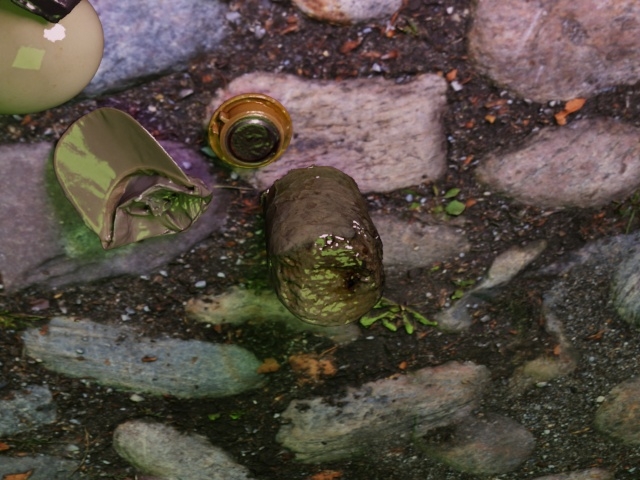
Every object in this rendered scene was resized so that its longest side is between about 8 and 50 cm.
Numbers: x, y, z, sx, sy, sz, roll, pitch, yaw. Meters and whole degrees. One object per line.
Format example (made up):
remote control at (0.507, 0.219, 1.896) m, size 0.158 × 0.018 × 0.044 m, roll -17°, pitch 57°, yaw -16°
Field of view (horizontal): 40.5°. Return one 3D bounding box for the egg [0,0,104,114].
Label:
egg at (-0.429, -0.271, 1.225) m, size 0.253 × 0.189 × 0.189 m, roll -18°, pitch 131°, yaw 12°

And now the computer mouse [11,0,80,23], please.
computer mouse at (-0.339, -0.391, 1.149) m, size 0.088 × 0.264 × 0.147 m, roll -11°, pitch 122°, yaw 44°

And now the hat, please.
hat at (-0.308, -0.110, 1.471) m, size 0.214 × 0.149 × 0.245 m, roll -27°, pitch 94°, yaw 19°

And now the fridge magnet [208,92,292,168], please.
fridge magnet at (-0.116, -0.179, 1.451) m, size 0.142 × 0.063 × 0.143 m, roll -5°, pitch 127°, yaw -7°

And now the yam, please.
yam at (0.000, 0.000, 1.483) m, size 0.195 × 0.300 × 0.195 m, roll -4°, pitch 120°, yaw -7°
